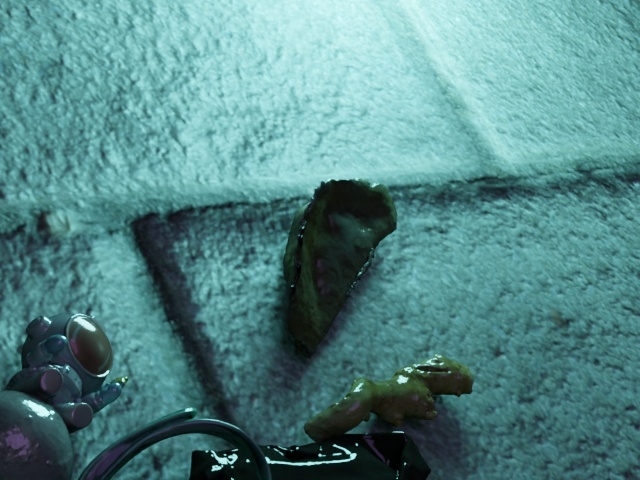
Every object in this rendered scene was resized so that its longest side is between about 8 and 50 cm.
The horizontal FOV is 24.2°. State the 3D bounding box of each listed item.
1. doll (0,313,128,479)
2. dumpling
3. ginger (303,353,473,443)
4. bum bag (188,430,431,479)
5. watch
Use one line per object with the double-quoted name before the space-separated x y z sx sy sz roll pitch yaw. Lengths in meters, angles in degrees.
"doll" -0.309 0.182 1.629 0.151 0.151 0.287 32 37 -6
"dumpling" -0.002 0.003 2.012 0.166 0.086 0.332 61 37 -24
"ginger" 0.095 0.206 1.922 0.288 0.075 0.089 -16 69 -45
"bum bag" -0.006 0.297 1.770 0.326 0.079 0.142 -1 51 -29
"watch" -0.165 0.293 1.626 0.237 0.068 0.195 -18 75 -18
